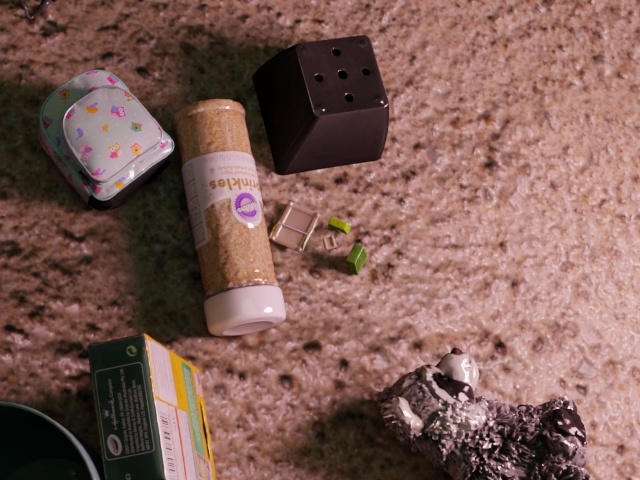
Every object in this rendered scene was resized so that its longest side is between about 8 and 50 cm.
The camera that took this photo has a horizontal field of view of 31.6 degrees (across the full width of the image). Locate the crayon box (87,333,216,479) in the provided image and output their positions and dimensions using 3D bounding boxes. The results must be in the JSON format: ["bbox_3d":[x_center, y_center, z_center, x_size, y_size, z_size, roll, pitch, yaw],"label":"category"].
[{"bbox_3d":[-0.222,0.257,1.543,0.083,0.323,0.203,-12,75,4],"label":"crayon box"}]

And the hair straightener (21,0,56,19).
[{"bbox_3d":[-0.448,-0.466,1.847,0.089,0.047,0.230,20,73,-8],"label":"hair straightener"}]

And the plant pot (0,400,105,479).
[{"bbox_3d":[-0.388,0.365,1.461,0.293,0.235,0.293,-2,77,7],"label":"plant pot"}]

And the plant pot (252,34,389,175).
[{"bbox_3d":[0.014,-0.233,1.824,0.187,0.167,0.188,-10,74,-18],"label":"plant pot"}]

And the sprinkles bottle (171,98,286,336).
[{"bbox_3d":[-0.144,-0.036,1.742,0.121,0.121,0.355,-7,74,-17],"label":"sprinkles bottle"}]

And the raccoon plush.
[{"bbox_3d":[0.224,0.387,1.671,0.299,0.216,0.446,4,72,-6],"label":"raccoon plush"}]

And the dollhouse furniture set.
[{"bbox_3d":[0.000,0.000,1.822,0.152,0.058,0.076,22,75,14],"label":"dollhouse furniture set"}]

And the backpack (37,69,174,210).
[{"bbox_3d":[-0.336,-0.162,1.722,0.166,0.144,0.188,-40,83,-17],"label":"backpack"}]
